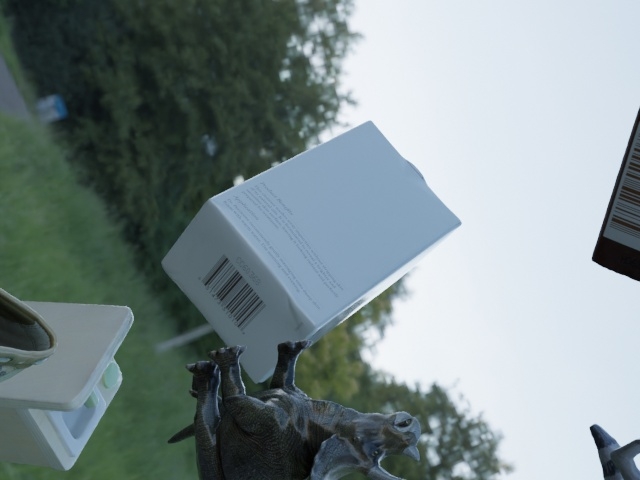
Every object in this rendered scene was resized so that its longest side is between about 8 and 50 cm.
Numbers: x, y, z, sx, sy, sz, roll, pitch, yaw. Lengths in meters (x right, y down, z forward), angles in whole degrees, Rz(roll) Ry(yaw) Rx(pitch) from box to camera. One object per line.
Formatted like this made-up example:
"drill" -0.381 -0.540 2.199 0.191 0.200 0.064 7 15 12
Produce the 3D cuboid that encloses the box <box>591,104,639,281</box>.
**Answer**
"box" 0.383 -0.039 0.869 0.167 0.203 0.168 26 -65 35

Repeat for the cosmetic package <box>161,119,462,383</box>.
"cosmetic package" 0.000 0.000 1.313 0.217 0.385 0.156 51 -50 9

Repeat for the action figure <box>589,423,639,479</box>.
"action figure" 0.416 0.374 1.100 0.179 0.341 0.330 -4 -94 29

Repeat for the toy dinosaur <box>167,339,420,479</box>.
"toy dinosaur" -0.067 0.183 0.867 0.314 0.121 0.160 -24 -108 36

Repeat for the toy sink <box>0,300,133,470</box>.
"toy sink" -0.327 0.169 1.115 0.152 0.234 0.131 -67 150 -46

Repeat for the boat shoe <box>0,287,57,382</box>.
"boat shoe" -0.293 0.030 0.678 0.285 0.089 0.104 59 17 -63
